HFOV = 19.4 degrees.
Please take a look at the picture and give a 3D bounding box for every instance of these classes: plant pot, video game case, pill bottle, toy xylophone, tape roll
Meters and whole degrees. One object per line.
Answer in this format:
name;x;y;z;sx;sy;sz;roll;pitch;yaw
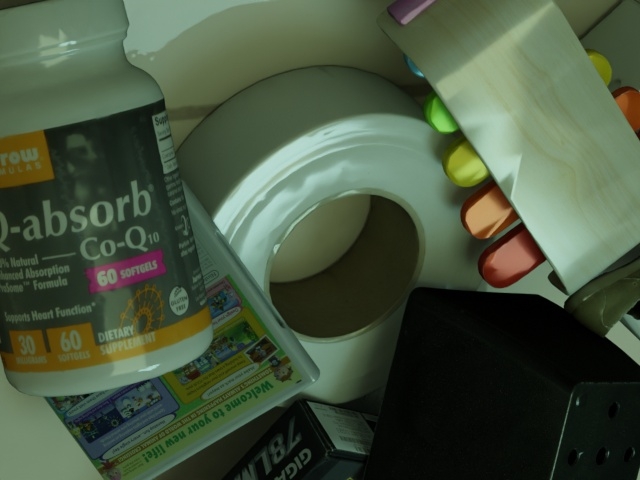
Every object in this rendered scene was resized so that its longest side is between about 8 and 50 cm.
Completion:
plant pot;0.174;0.153;1.581;0.187;0.167;0.188;5;101;-47
video game case;-0.137;0.081;1.501;0.212;0.023;0.193;-32;98;22
pill bottle;-0.182;-0.037;1.375;0.162;0.162;0.278;-16;100;-19
toy xylophone;0.201;-0.102;1.505;0.236;0.081;0.323;-30;119;-5
tape roll;0.000;0.000;1.584;0.286;0.100;0.286;-14;125;-20

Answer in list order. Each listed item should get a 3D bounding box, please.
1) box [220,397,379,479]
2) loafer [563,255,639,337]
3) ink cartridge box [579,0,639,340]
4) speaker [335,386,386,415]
box;-0.002;0.283;1.716;0.293;0.073;0.295;20;120;-46
loafer;0.280;0.041;1.623;0.148;0.050;0.056;-26;168;-16
ink cartridge box;0.295;-0.055;1.696;0.198;0.115;0.273;-42;129;1
speaker;0.054;0.156;1.738;0.055;0.055;0.136;-48;129;6
